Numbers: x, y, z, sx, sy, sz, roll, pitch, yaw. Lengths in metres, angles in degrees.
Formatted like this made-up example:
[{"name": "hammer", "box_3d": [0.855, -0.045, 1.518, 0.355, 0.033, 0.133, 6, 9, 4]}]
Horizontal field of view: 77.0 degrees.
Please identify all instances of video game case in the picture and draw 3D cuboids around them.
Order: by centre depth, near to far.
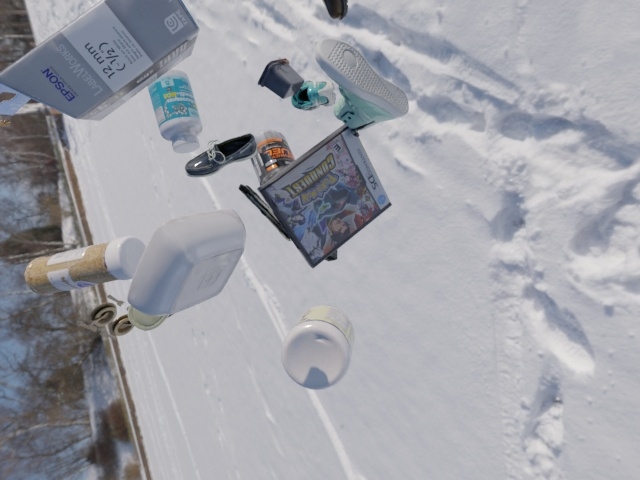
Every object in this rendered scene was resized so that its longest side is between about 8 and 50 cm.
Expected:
[{"name": "video game case", "box_3d": [0.023, -0.106, 0.990, 0.248, 0.274, 0.035, 58, 167, -29]}]

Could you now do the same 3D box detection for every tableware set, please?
[{"name": "tableware set", "box_3d": [-0.687, 0.271, 1.349, 0.039, 0.128, 0.194, 34, 162, 26]}]

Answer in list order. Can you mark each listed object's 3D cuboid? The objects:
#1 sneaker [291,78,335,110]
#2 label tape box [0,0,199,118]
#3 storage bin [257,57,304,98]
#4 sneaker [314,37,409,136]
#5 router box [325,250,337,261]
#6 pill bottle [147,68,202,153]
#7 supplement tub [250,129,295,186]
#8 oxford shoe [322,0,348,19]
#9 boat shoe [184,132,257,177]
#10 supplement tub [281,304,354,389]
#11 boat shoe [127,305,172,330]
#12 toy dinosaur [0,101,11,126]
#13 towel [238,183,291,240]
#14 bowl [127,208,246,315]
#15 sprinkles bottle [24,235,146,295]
[{"name": "sneaker", "box_3d": [-0.050, -0.514, 1.417, 0.275, 0.109, 0.107, 24, 125, 63]}, {"name": "label tape box", "box_3d": [-0.382, -0.283, 0.687, 0.115, 0.347, 0.249, 51, 174, -25]}, {"name": "storage bin", "box_3d": [-0.111, -0.497, 1.237, 0.091, 0.135, 0.098, 39, 125, -1]}, {"name": "sneaker", "box_3d": [0.053, -0.309, 0.857, 0.151, 0.255, 0.094, -14, 63, 46]}, {"name": "router box", "box_3d": [0.000, 0.000, 1.192, 0.038, 0.122, 0.092, -17, 59, 39]}, {"name": "pill bottle", "box_3d": [-0.500, -0.445, 1.405, 0.146, 0.146, 0.264, -23, 83, 63]}, {"name": "supplement tub", "box_3d": [-0.215, -0.350, 1.943, 0.338, 0.207, 0.207, 66, 152, 28]}, {"name": "oxford shoe", "box_3d": [-0.026, -0.521, 0.765, 0.227, 0.096, 0.083, 56, 171, -21]}, {"name": "boat shoe", "box_3d": [-0.331, -0.285, 1.335, 0.079, 0.254, 0.095, 93, 154, -62]}, {"name": "supplement tub", "box_3d": [0.003, 0.371, 1.472, 0.325, 0.235, 0.236, -30, -73, -81]}, {"name": "boat shoe", "box_3d": [-0.357, 0.086, 1.050, 0.127, 0.340, 0.113, 32, 156, -7]}, {"name": "toy dinosaur", "box_3d": [-0.956, -0.353, 1.148, 0.112, 0.064, 0.212, 109, 161, -66]}, {"name": "towel", "box_3d": [-0.215, -0.120, 1.743, 0.312, 0.056, 0.324, 47, 179, -4]}, {"name": "bowl", "box_3d": [-0.157, 0.034, 0.508, 0.053, 0.142, 0.142, 42, 116, 16]}, {"name": "sprinkles bottle", "box_3d": [-0.682, 0.077, 1.178, 0.121, 0.355, 0.121, -11, -90, -73]}]
